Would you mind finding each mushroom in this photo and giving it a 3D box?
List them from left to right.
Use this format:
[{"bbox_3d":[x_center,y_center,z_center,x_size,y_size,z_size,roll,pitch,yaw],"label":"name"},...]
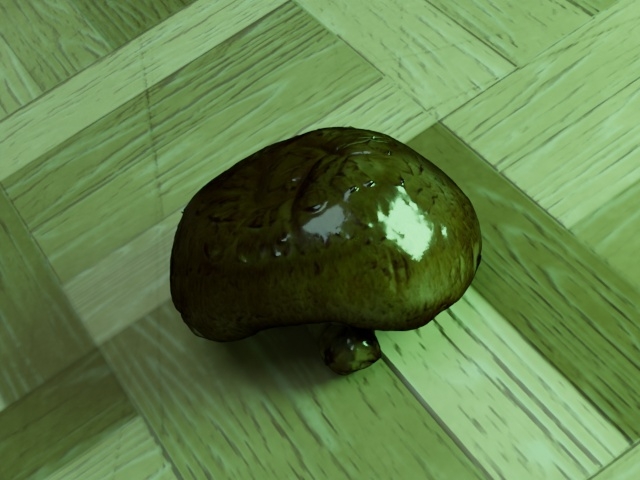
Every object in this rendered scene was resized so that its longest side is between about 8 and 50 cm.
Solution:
[{"bbox_3d":[-0.004,-0.010,0.837,0.231,0.138,0.194,-10,48,12],"label":"mushroom"}]
